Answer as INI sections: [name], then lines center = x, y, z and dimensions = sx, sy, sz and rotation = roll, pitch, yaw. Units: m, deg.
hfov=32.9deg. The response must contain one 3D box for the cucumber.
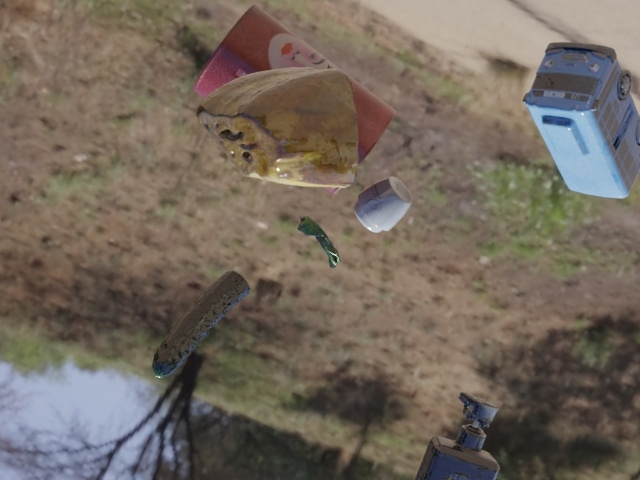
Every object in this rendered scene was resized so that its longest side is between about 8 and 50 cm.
[cucumber]
center = -0.192, 0.131, 1.682
dimensions = 0.058, 0.214, 0.052
rotation = 51, 147, -15

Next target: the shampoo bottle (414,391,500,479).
[shampoo bottle]
center = 0.172, 0.363, 1.495
dimensions = 0.098, 0.309, 0.071
rotation = 20, -173, -7

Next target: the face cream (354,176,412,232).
[face cream]
center = 0.120, -0.069, 2.063
dimensions = 0.091, 0.095, 0.091
rotation = 37, -151, -25

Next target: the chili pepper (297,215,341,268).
[chili pepper]
center = 0.002, 0.000, 1.527
dimensions = 0.091, 0.034, 0.030
rotation = 51, -149, -15

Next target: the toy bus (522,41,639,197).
[toy bus]
center = 0.395, -0.173, 1.595
dimensions = 0.116, 0.133, 0.234
rotation = 14, 156, 39

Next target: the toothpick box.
[toothpick box]
center = -0.048, -0.263, 2.041
dimensions = 0.333, 0.204, 0.204
rotation = 36, 179, -4

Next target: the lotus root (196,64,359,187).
[lotus root]
center = -0.031, -0.118, 1.032
dimensions = 0.135, 0.095, 0.159
rotation = -18, -119, -38
